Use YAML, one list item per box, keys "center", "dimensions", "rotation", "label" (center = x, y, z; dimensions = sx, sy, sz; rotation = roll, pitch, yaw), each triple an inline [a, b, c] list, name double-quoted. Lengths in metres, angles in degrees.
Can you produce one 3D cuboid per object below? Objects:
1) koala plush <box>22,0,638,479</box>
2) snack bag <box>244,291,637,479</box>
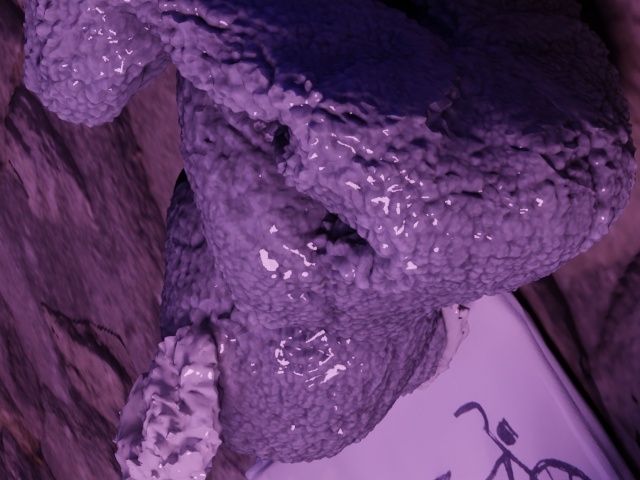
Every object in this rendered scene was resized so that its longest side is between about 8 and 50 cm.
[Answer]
- center: [0.000, 0.000, 0.730]
  dimensions: [0.203, 0.196, 0.221]
  rotation: [41, 131, 27]
  label: "koala plush"
- center: [0.089, 0.194, 0.901]
  dimensions: [0.342, 0.037, 0.323]
  rotation: [59, 151, 14]
  label: "snack bag"
